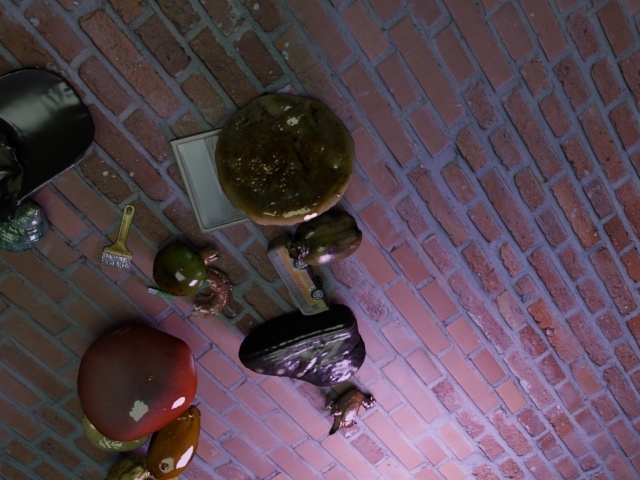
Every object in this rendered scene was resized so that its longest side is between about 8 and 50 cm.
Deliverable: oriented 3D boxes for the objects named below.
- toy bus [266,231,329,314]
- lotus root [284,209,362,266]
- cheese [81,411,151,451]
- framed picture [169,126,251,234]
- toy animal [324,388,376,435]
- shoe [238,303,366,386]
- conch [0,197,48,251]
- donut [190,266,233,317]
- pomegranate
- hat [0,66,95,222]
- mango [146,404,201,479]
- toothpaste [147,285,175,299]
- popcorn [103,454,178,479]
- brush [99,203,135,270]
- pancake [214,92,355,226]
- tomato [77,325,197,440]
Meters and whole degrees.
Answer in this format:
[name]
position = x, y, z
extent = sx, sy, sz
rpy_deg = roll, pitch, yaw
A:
[toy bus]
position = -0.064, 0.108, 1.779
extent = 0.106, 0.092, 0.268
rpy_deg = -24, 116, 10
[lotus root]
position = -0.001, 0.000, 1.680
extent = 0.278, 0.154, 0.153
rpy_deg = -19, 120, -37
[cheese]
position = -0.642, 0.560, 1.865
extent = 0.226, 0.117, 0.213
rpy_deg = 10, 105, -9
[framed picture]
position = -0.279, -0.171, 1.655
extent = 0.213, 0.016, 0.289
rpy_deg = -15, 115, -3
[toy animal]
position = 0.098, 0.598, 2.031
extent = 0.179, 0.089, 0.188
rpy_deg = 14, 107, -29
[shoe]
position = -0.050, 0.359, 1.849
extent = 0.384, 0.171, 0.237
rpy_deg = -18, 119, -2
[conch]
position = -0.823, -0.053, 1.558
extent = 0.188, 0.122, 0.175
rpy_deg = -22, 93, -4
[donut]
position = -0.321, 0.168, 1.772
extent = 0.117, 0.065, 0.166
rpy_deg = 14, 112, -15
[pomegranate]
position = -0.385, 0.073, 1.683
extent = 0.205, 0.159, 0.159
rpy_deg = -26, 118, -25
[hat]
position = -0.787, -0.246, 1.484
extent = 0.382, 0.257, 0.366
rpy_deg = -35, 102, -32
[mango]
position = -0.464, 0.644, 1.881
extent = 0.151, 0.248, 0.156
rpy_deg = 12, 149, 11
[toothpaste]
position = -0.479, 0.158, 1.764
extent = 0.083, 0.020, 0.017
rpy_deg = 20, 107, -18
[popcorn]
position = -0.590, 0.826, 1.923
extent = 0.250, 0.225, 0.249
rpy_deg = 3, 136, 3
[brush]
position = -0.569, -0.011, 1.679
extent = 0.083, 0.011, 0.205
rpy_deg = 16, 109, -15
[pancake]
position = -0.093, -0.221, 1.517
extent = 0.387, 0.082, 0.386
rpy_deg = -1, 72, 2
[tomato]
position = -0.532, 0.404, 1.703
extent = 0.342, 0.273, 0.341
rpy_deg = 3, 81, -17
